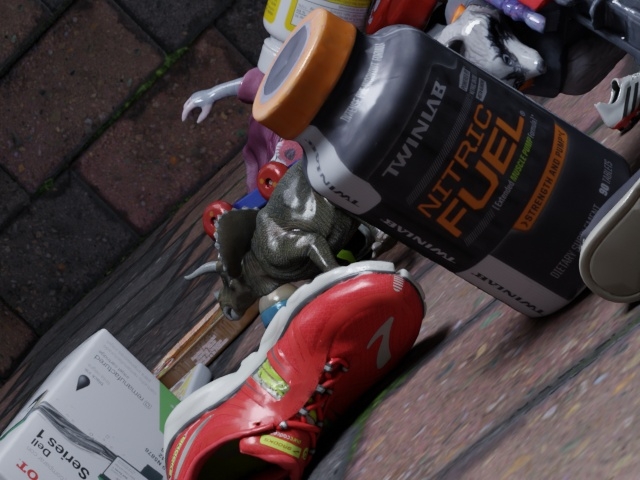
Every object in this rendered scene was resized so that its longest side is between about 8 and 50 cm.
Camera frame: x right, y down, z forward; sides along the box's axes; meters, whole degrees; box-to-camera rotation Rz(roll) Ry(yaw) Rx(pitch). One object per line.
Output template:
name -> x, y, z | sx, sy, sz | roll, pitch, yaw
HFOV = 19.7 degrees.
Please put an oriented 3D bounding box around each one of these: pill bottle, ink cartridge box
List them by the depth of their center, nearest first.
pill bottle -> 0.077, -0.058, 1.239 | 0.130, 0.245, 0.130 | -53, 18, 25
ink cartridge box -> -0.222, 0.216, 1.737 | 0.092, 0.160, 0.219 | -38, 11, 39
pill bottle -> 0.001, -0.287, 2.162 | 0.119, 0.119, 0.208 | -70, -1, -71

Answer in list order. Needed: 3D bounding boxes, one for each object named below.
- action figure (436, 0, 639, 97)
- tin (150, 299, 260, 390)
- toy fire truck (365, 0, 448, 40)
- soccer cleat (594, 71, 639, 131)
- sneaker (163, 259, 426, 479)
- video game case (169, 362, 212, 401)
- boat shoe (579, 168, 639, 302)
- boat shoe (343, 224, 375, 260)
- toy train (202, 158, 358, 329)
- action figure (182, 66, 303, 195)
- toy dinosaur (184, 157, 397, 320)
action figure -> 0.231, -0.168, 1.360 | 0.330, 0.341, 0.178 | -27, -38, -25
tin -> -0.139, 0.122, 2.226 | 0.189, 0.040, 0.106 | -45, 4, 3
toy fire truck -> 0.128, -0.176, 2.057 | 0.302, 0.169, 0.254 | -165, 95, -81
soccer cleat -> 0.256, -0.125, 1.496 | 0.083, 0.035, 0.029 | -47, 8, -15
sneaker -> -0.015, 0.133, 1.453 | 0.279, 0.107, 0.118 | -45, 26, 22
video game case -> -0.210, 0.242, 2.017 | 0.206, 0.026, 0.227 | -43, 8, 14
boat shoe -> 0.233, -0.049, 1.106 | 0.206, 0.075, 0.065 | -46, 10, 26
boat shoe -> 0.000, 0.000, 1.993 | 0.070, 0.078, 0.219 | -50, 12, -34
toy train -> 0.003, -0.018, 1.870 | 0.248, 0.143, 0.105 | -33, -17, 36
action figure -> -0.008, -0.099, 2.246 | 0.275, 0.248, 0.370 | -19, -1, -8
toy dinosaur -> 0.011, -0.031, 1.762 | 0.313, 0.160, 0.121 | -45, -25, 4
